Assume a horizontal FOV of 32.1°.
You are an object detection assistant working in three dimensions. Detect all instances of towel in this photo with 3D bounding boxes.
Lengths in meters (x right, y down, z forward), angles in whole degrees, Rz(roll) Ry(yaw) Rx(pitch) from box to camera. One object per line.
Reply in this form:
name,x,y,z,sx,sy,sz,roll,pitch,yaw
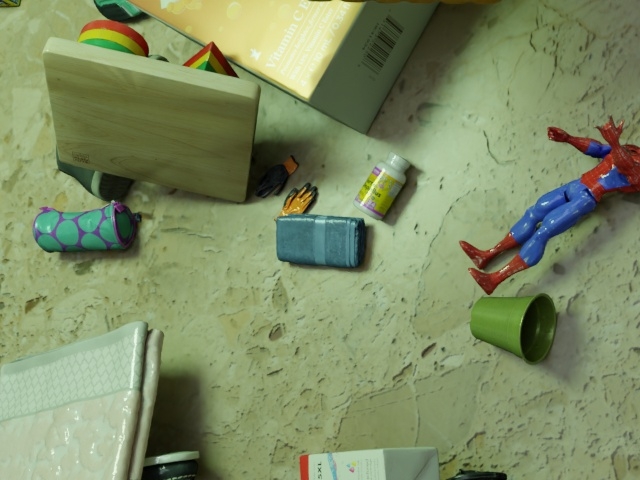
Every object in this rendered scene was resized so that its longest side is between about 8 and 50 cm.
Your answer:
towel,-0.350,0.279,1.463,0.332,0.053,0.317,-18,53,38
towel,0.000,0.000,1.441,0.119,0.029,0.067,4,94,25

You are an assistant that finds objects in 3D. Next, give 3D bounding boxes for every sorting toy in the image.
sorting toy,-0.205,-0.172,1.420,0.257,0.255,0.089,13,62,-1

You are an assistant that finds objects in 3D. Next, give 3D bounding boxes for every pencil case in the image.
pencil case,-0.338,-0.019,1.597,0.151,0.064,0.070,-4,95,26

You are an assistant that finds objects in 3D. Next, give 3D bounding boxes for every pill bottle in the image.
pill bottle,0.079,-0.070,1.408,0.043,0.043,0.083,35,97,27

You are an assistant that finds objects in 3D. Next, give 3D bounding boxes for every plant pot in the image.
plant pot,0.219,0.096,1.295,0.079,0.083,0.083,10,85,40

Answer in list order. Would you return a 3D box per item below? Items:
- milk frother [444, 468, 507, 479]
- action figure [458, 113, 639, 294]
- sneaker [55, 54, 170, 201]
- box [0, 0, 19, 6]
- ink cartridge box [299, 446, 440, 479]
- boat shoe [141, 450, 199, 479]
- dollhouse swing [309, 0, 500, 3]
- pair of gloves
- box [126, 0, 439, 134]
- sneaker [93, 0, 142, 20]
milk frother,0.176,0.328,1.231,0.129,0.143,0.135,-32,65,10
action figure,0.269,-0.067,1.260,0.280,0.139,0.091,-33,32,15
sneaker,-0.304,-0.178,1.598,0.118,0.083,0.222,28,93,31
box,-0.502,-0.459,1.761,0.054,0.059,0.169,4,83,28
ink cartridge box,0.044,0.309,1.278,0.231,0.078,0.134,-23,68,57
boat shoe,-0.274,0.352,1.478,0.302,0.114,0.091,-26,69,33
dollhouse swing,0.042,-0.387,1.290,0.347,0.315,0.305,-3,86,-17
pair of gloves,-0.047,-0.065,1.489,0.074,0.010,0.083,-43,65,14
box,-0.054,-0.320,1.450,0.345,0.168,0.215,32,96,28
sneaker,-0.240,-0.398,1.624,0.223,0.098,0.083,-28,99,40
